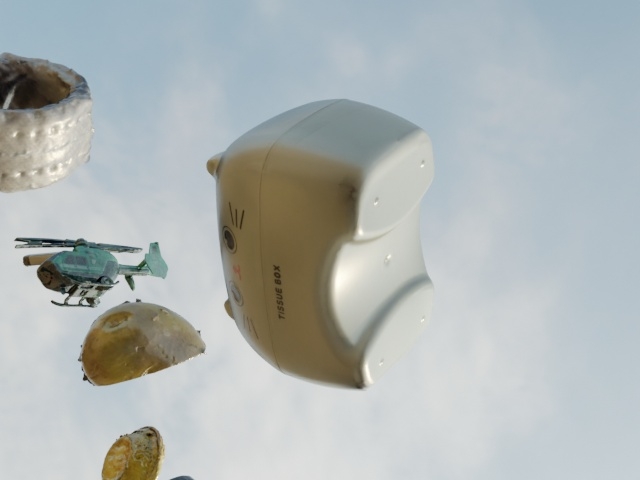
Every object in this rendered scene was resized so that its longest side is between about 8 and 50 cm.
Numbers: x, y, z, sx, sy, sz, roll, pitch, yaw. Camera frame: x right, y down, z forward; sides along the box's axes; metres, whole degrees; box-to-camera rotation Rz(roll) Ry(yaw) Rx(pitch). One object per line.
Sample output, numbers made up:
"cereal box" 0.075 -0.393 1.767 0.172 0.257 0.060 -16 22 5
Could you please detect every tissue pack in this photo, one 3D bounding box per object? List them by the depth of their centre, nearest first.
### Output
"tissue pack" 0.000 0.000 1.170 0.236 0.229 0.333 18 -53 31

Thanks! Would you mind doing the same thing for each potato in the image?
"potato" -0.327 0.179 1.773 0.098 0.243 0.138 0 -73 62

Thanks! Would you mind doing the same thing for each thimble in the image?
"thimble" -0.504 -0.199 1.585 0.217 0.245 0.157 -117 -146 -41

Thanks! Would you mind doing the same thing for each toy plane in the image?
"toy plane" -0.308 0.040 1.326 0.060 0.235 0.096 -43 -122 34

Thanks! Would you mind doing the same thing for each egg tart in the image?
"egg tart" -0.403 0.474 2.012 0.074 0.191 0.191 33 -38 -32

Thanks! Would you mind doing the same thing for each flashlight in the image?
"flashlight" -0.421 0.028 1.463 0.083 0.018 0.018 -5 -79 30

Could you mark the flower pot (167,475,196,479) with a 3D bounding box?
"flower pot" -0.338 0.667 2.302 0.148 0.235 0.235 49 -47 30
